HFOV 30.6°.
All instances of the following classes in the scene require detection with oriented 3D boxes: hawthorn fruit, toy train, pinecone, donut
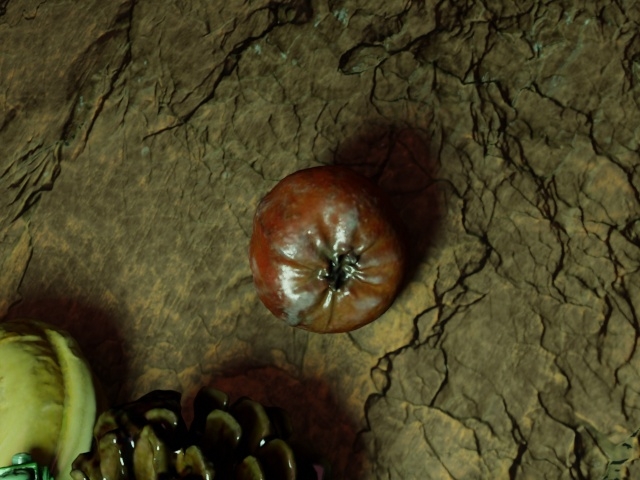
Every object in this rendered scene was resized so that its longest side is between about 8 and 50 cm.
[{"bbox_3d":[0.000,0.000,1.689,0.242,0.242,0.271,-43,25,5],"label":"hawthorn fruit"},{"bbox_3d":[-0.388,0.411,1.545,0.085,0.119,0.251,-7,93,-7],"label":"toy train"},{"bbox_3d":[-0.183,0.392,1.527,0.398,0.398,0.397,-11,64,23],"label":"pinecone"},{"bbox_3d":[-0.493,0.328,1.764,0.449,0.198,0.448,-22,54,33],"label":"donut"}]
